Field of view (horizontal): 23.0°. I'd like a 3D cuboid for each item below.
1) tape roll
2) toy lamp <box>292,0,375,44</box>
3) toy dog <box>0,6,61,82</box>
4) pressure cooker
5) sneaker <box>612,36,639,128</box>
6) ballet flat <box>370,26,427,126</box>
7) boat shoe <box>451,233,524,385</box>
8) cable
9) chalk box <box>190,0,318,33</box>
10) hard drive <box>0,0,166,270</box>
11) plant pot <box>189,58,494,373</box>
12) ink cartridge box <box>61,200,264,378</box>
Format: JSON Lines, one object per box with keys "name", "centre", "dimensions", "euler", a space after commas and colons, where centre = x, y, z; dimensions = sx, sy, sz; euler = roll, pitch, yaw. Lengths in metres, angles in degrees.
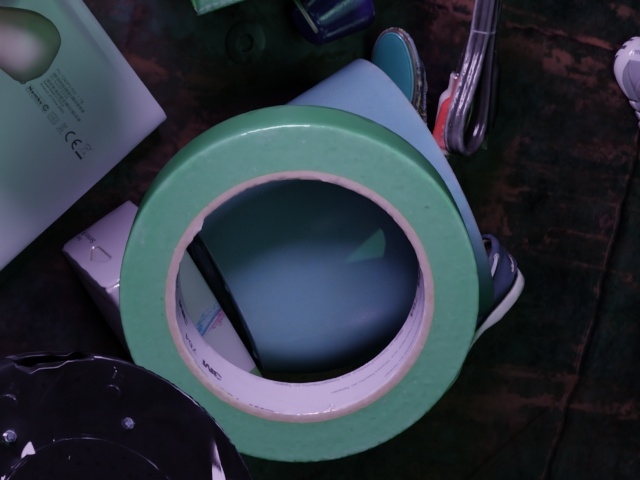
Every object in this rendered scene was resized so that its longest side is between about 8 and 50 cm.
{"name": "tape roll", "centre": [-0.019, 0.041, 1.420], "dimensions": [0.321, 0.077, 0.321], "euler": [-1, 109, -2]}
{"name": "toy lamp", "centre": [0.085, -0.300, 1.682], "dimensions": [0.275, 0.080, 0.080], "euler": [-37, 119, -22]}
{"name": "toy dog", "centre": [-0.265, -0.331, 1.247], "dimensions": [0.284, 0.408, 0.395], "euler": [-28, 116, -25]}
{"name": "pressure cooker", "centre": [-0.280, 0.323, 1.409], "dimensions": [0.375, 0.420, 0.370], "euler": [-16, 78, -39]}
{"name": "sneaker", "centre": [0.455, -0.148, 1.920], "dimensions": [0.086, 0.132, 0.228], "euler": [-50, 122, -13]}
{"name": "ballet flat", "centre": [0.093, -0.145, 1.741], "dimensions": [0.070, 0.070, 0.188], "euler": [-11, 109, -30]}
{"name": "boat shoe", "centre": [0.139, 0.101, 1.803], "dimensions": [0.254, 0.095, 0.079], "euler": [-46, 123, -16]}
{"name": "cable", "centre": [0.158, -0.207, 1.704], "dimensions": [0.139, 0.072, 0.287], "euler": [-46, 142, -57]}
{"name": "chalk box", "centre": [-0.069, -0.331, 1.483], "dimensions": [0.179, 0.180, 0.289], "euler": [-19, 113, -3]}
{"name": "hard drive", "centre": [-0.316, -0.093, 1.496], "dimensions": [0.307, 0.040, 0.203], "euler": [-44, 121, -16]}
{"name": "plant pot", "centre": [0.000, 0.000, 1.586], "dimensions": [0.235, 0.293, 0.293], "euler": [-28, 116, -10]}
{"name": "ink cartridge box", "centre": [-0.153, 0.082, 1.572], "dimensions": [0.093, 0.154, 0.212], "euler": [-37, 119, -12]}
